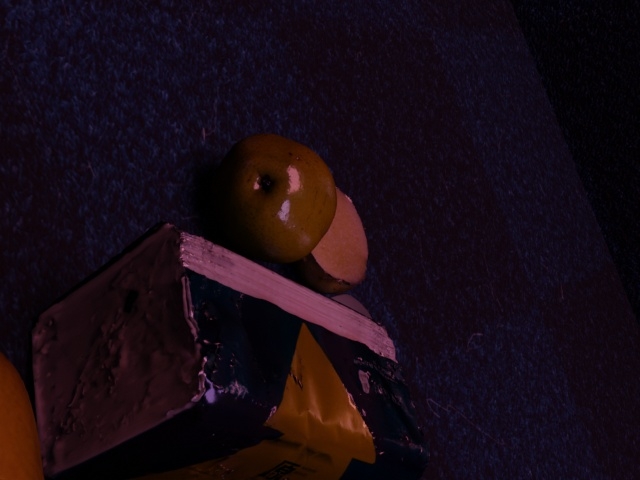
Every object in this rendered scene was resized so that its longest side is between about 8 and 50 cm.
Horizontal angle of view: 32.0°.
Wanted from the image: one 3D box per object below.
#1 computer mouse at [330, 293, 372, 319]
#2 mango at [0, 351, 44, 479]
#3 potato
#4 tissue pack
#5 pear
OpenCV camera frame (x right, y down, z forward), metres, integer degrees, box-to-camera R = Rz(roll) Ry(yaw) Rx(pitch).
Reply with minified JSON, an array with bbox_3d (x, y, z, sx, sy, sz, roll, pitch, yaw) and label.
[{"bbox_3d":[0.017,0.152,1.730,0.231,0.079,0.128,-17,82,-56],"label":"computer mouse"},{"bbox_3d":[-0.345,0.269,0.920,0.301,0.220,0.445,19,55,-16],"label":"mango"},{"bbox_3d":[0.000,0.000,1.796,0.164,0.081,0.200,23,48,-37],"label":"potato"},{"bbox_3d":[-0.103,0.181,1.319,0.416,0.264,0.253,31,36,-45],"label":"tissue pack"},{"bbox_3d":[-0.071,-0.061,1.634,0.198,0.198,0.198,36,43,-41],"label":"pear"}]
